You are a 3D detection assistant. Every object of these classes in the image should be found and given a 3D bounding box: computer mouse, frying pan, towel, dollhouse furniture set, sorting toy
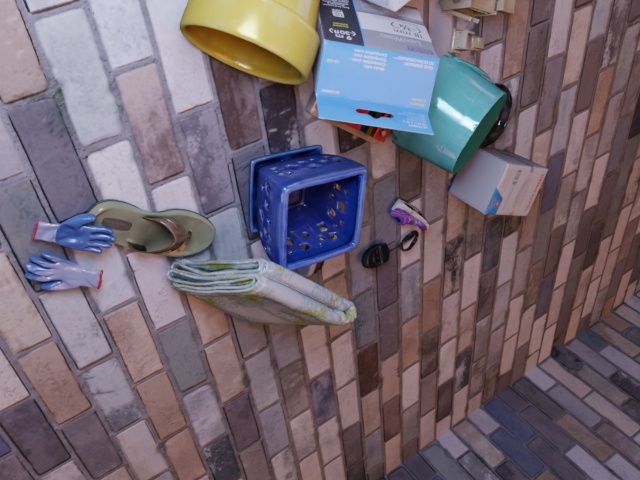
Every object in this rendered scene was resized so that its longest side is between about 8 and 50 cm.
[{"bbox_3d":[0.215,0.023,1.901,0.242,0.041,0.071,-23,116,-33],"label":"computer mouse"},{"bbox_3d":[0.446,-0.378,1.782,0.326,0.053,0.197,4,112,-38],"label":"frying pan"},{"bbox_3d":[-0.141,0.137,1.478,0.374,0.320,0.090,30,66,-48],"label":"towel"},{"bbox_3d":[0.394,-0.550,1.556,0.182,0.101,0.161,-3,104,-39],"label":"dollhouse furniture set"},{"bbox_3d":[0.132,-0.377,1.492,0.257,0.089,0.255,15,109,-45],"label":"sorting toy"}]

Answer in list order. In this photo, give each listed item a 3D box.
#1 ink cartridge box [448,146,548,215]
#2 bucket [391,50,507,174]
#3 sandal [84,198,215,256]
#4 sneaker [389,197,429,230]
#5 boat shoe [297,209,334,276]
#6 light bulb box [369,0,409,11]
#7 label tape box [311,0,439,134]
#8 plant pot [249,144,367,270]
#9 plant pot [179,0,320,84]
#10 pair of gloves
[{"bbox_3d":[0.564,-0.189,1.934,0.232,0.168,0.171,1,117,-40],"label":"ink cartridge box"},{"bbox_3d":[0.333,-0.318,1.563,0.281,0.183,0.281,-49,165,-18],"label":"bucket"},{"bbox_3d":[-0.366,-0.011,1.341,0.302,0.086,0.120,8,114,-43],"label":"sandal"},{"bbox_3d":[0.269,-0.071,1.867,0.170,0.068,0.071,30,114,-39],"label":"sneaker"},{"bbox_3d":[0.000,0.000,1.668,0.076,0.080,0.229,-12,128,-41],"label":"boat shoe"},{"bbox_3d":[0.158,-0.715,1.167,0.358,0.225,0.361,-40,138,-9],"label":"light bulb box"},{"bbox_3d":[0.106,-0.370,1.235,0.240,0.334,0.106,5,136,-13],"label":"label tape box"},{"bbox_3d":[-0.047,-0.094,1.457,0.236,0.212,0.236,-17,129,-30],"label":"plant pot"},{"bbox_3d":[-0.104,-0.454,1.143,0.254,0.254,0.239,21,89,-46],"label":"plant pot"},{"bbox_3d":[-0.514,0.025,1.254,0.159,0.023,0.198,10,119,-27],"label":"pair of gloves"}]
